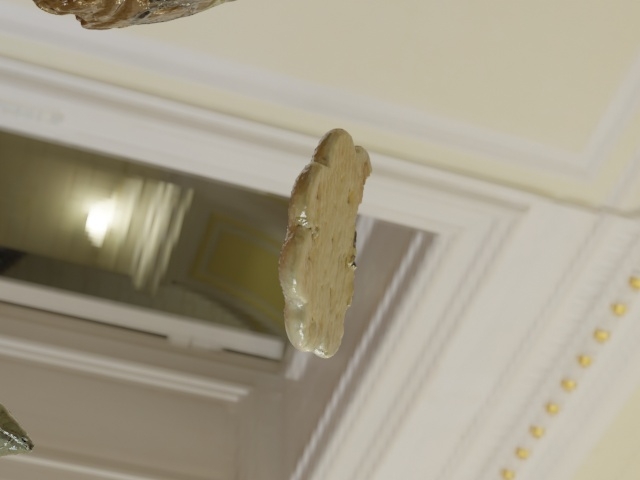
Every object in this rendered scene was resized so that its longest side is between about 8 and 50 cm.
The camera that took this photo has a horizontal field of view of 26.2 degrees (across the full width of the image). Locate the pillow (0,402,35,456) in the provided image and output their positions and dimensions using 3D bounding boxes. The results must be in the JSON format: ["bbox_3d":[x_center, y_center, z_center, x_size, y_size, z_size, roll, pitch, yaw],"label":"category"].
[{"bbox_3d":[-0.481,0.205,1.646,0.302,0.185,0.075,-11,-135,46],"label":"pillow"}]

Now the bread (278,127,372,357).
[{"bbox_3d":[0.000,0.000,1.518,0.182,0.039,0.251,24,73,-65],"label":"bread"}]

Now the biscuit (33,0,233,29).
[{"bbox_3d":[-0.177,-0.285,1.530,0.208,0.290,0.041,140,-64,-69],"label":"biscuit"}]
